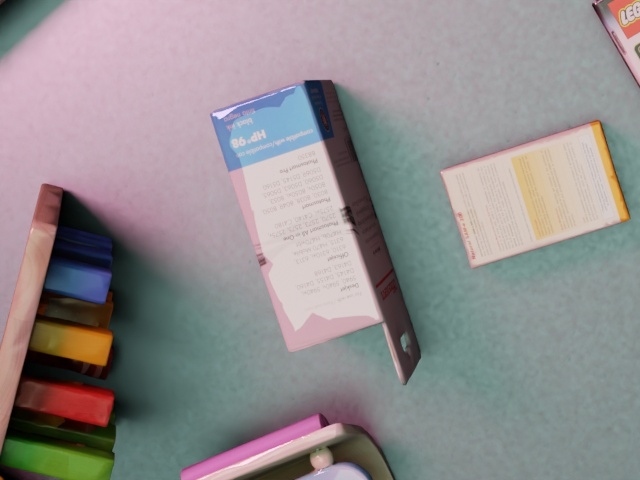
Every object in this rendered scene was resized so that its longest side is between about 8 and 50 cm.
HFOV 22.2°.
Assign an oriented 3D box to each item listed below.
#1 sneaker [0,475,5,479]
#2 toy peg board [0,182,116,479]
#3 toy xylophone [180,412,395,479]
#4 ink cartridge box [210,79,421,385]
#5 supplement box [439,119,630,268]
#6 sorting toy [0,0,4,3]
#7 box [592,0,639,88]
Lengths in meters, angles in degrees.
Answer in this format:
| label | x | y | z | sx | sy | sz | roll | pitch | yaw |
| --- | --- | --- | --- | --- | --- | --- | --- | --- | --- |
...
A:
| label | x | y | z | sx | sy | sz | roll | pitch | yaw |
| --- | --- | --- | --- | --- | --- | --- | --- | --- | --- |
| sneaker | -0.201 | 0.196 | 1.001 | 0.069 | 0.084 | 0.185 | -39 | 85 | -20 |
| toy peg board | -0.149 | 0.062 | 0.963 | 0.079 | 0.161 | 0.160 | 14 | 98 | -10 |
| toy xylophone | 0.002 | 0.273 | 0.990 | 0.236 | 0.081 | 0.322 | -32 | 90 | 11 |
| ink cartridge box | 0.000 | 0.000 | 0.950 | 0.060 | 0.104 | 0.180 | -18 | 92 | 10 |
| supplement box | 0.127 | -0.028 | 0.962 | 0.098 | 0.036 | 0.062 | -17 | 93 | 10 |
| sorting toy | -0.232 | -0.196 | 0.997 | 0.274 | 0.046 | 0.132 | -40 | 88 | 11 |
| box | 0.273 | -0.141 | 0.927 | 0.207 | 0.036 | 0.114 | -30 | 90 | 11 |
